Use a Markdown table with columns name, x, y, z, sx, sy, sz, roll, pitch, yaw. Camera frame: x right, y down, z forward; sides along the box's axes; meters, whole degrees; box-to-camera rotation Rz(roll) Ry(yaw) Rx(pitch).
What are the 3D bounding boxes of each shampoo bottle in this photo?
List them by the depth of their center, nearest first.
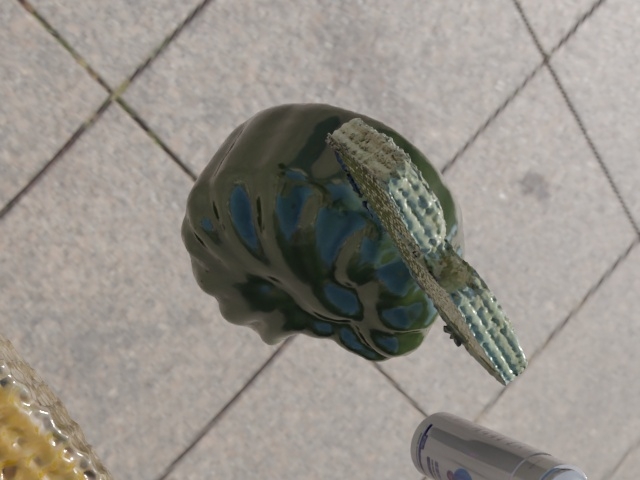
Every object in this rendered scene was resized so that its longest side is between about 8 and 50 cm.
| name | x | y | z | sx | sy | sz | roll | pitch | yaw |
| --- | --- | --- | --- | --- | --- | --- | --- | --- | --- |
| shampoo bottle | 0.224 | 0.283 | 1.425 | 0.092 | 0.303 | 0.092 | -4 | 99 | -28 |

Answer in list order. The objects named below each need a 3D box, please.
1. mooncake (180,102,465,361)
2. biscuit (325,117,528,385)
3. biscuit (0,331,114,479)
| name | x | y | z | sx | sy | sz | roll | pitch | yaw |
| --- | --- | --- | --- | --- | --- | --- | --- | --- | --- |
| mooncake | 0.000 | 0.000 | 1.501 | 0.187 | 0.351 | 0.351 | -57 | 144 | -39 |
| biscuit | 0.097 | 0.009 | 1.071 | 0.046 | 0.147 | 0.250 | -35 | 116 | -4 |
| biscuit | -0.196 | 0.016 | 0.513 | 0.054 | 0.094 | 0.378 | -37 | 134 | -10 |
